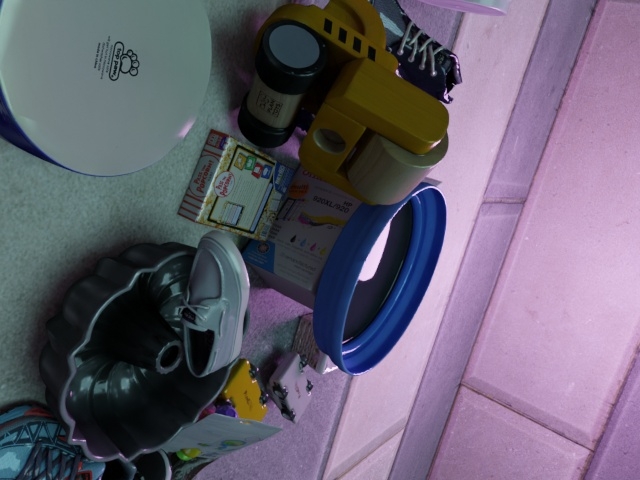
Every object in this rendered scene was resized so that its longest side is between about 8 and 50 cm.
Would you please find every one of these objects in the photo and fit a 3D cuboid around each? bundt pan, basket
[{"bbox_3d":[-0.260,0.145,0.811,0.331,0.124,0.331,-37,139,-41],"label":"bundt pan"},{"bbox_3d":[0.021,0.238,1.331,0.167,0.103,0.113,-1,111,-56],"label":"basket"}]

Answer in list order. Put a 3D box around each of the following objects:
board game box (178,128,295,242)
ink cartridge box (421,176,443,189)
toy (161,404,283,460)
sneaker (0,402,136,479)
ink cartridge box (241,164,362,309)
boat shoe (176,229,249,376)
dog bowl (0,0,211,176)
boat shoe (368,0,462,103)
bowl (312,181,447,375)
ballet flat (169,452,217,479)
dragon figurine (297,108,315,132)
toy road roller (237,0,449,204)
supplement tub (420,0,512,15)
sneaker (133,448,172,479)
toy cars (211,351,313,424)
[{"bbox_3d":[-0.134,-0.085,0.930,0.193,0.045,0.147,20,93,-59],"label":"board game box"},{"bbox_3d":[0.211,-0.057,1.430,0.237,0.100,0.172,-30,133,-46],"label":"ink cartridge box"},{"bbox_3d":[-0.188,0.334,0.981,0.137,0.056,0.237,23,134,-31],"label":"toy"},{"bbox_3d":[-0.356,0.303,0.764,0.104,0.125,0.262,-63,149,-7],"label":"sneaker"},{"bbox_3d":[0.000,0.000,1.071,0.232,0.171,0.168,-58,149,-15],"label":"ink cartridge box"},{"bbox_3d":[-0.152,0.097,0.750,0.081,0.079,0.227,-36,141,-47],"label":"boat shoe"},{"bbox_3d":[-0.250,-0.208,0.608,0.265,0.104,0.265,-36,138,-41],"label":"dog bowl"},{"bbox_3d":[0.185,-0.396,1.107,0.340,0.158,0.127,30,84,-60],"label":"boat shoe"},{"bbox_3d":[0.121,0.067,1.062,0.391,0.077,0.391,-40,143,-39],"label":"bowl"},{"bbox_3d":[-0.260,0.433,1.078,0.084,0.058,0.250,54,49,-11],"label":"ballet flat"},{"bbox_3d":[0.058,-0.180,1.014,0.085,0.289,0.144,-63,-173,-3],"label":"dragon figurine"},{"bbox_3d":[0.049,-0.235,0.853,0.240,0.329,0.202,-61,-175,-27],"label":"toy road roller"},{"bbox_3d":[0.314,-0.630,1.076,0.235,0.235,0.325,-16,123,-53],"label":"supplement tub"},{"bbox_3d":[-0.346,0.452,0.921,0.234,0.084,0.097,-52,145,-23],"label":"sneaker"},{"bbox_3d":[-0.128,0.319,1.176,0.394,0.087,0.176,18,88,-63],"label":"toy cars"}]
